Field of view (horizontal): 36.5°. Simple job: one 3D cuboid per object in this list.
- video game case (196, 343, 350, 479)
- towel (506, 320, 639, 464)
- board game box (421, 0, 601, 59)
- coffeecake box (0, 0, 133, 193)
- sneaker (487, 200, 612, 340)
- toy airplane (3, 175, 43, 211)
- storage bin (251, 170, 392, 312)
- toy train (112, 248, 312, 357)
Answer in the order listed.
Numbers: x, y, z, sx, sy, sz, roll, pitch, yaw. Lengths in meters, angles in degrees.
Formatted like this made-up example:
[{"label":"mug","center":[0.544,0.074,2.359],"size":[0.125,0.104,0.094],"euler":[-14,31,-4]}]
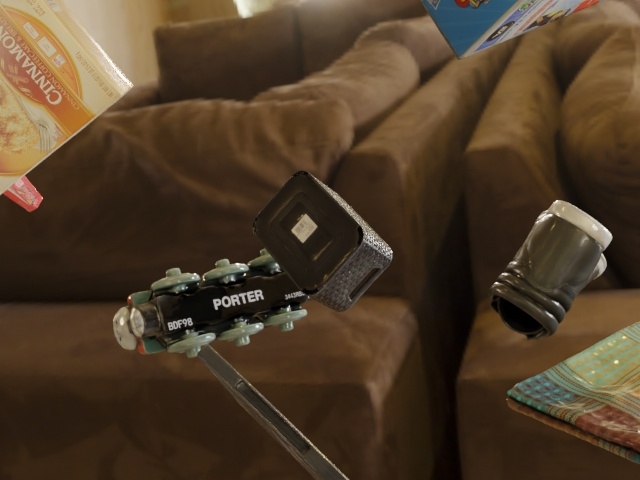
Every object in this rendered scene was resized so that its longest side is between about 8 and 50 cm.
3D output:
[{"label":"video game case","center":[-0.038,0.259,1.255],"size":[0.274,0.196,0.026],"euler":[38,76,28]},{"label":"towel","center":[0.434,0.154,1.114],"size":[0.370,0.040,0.271],"euler":[-19,22,-34]},{"label":"board game box","center":[0.296,-0.334,0.966],"size":[0.302,0.086,0.308],"euler":[-27,-8,-35]},{"label":"coffeecake box","center":[-0.291,-0.135,0.882],"size":[0.185,0.142,0.068],"euler":[-37,13,9]},{"label":"sneaker","center":[0.269,0.047,1.178],"size":[0.105,0.147,0.296],"euler":[37,0,14]},{"label":"toy airplane","center":[-0.409,-0.115,1.266],"size":[0.151,0.151,0.028],"euler":[-10,19,-5]},{"label":"storage bin","center":[0.000,0.000,1.385],"size":[0.084,0.122,0.180],"euler":[32,12,-51]},{"label":"toy train","center":[-0.169,0.110,1.568],"size":[0.334,0.142,0.190],"euler":[-12,-8,-36]}]
